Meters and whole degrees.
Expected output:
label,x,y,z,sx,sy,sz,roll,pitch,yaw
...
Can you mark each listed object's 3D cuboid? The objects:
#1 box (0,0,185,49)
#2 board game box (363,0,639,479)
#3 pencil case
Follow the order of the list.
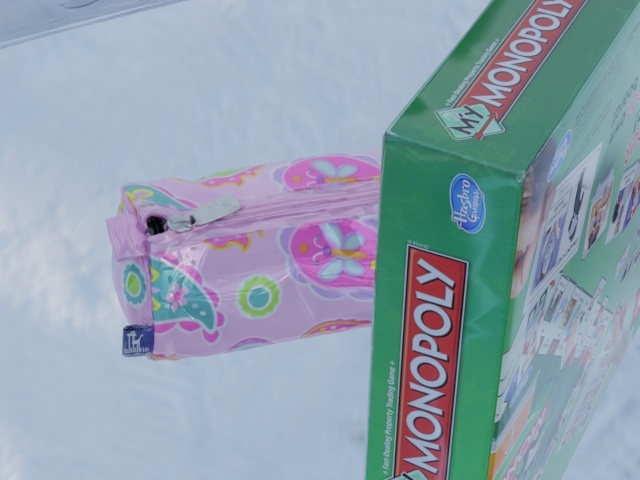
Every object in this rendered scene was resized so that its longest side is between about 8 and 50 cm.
label,x,y,z,sx,sy,sz,roll,pitch,yaw
box,-0.052,-0.170,0.637,0.231,0.262,0.127,-7,106,42
board game box,0.103,-0.027,0.598,0.046,0.317,0.213,18,131,19
pencil case,0.000,0.000,1.038,0.284,0.124,0.124,-9,116,-13
